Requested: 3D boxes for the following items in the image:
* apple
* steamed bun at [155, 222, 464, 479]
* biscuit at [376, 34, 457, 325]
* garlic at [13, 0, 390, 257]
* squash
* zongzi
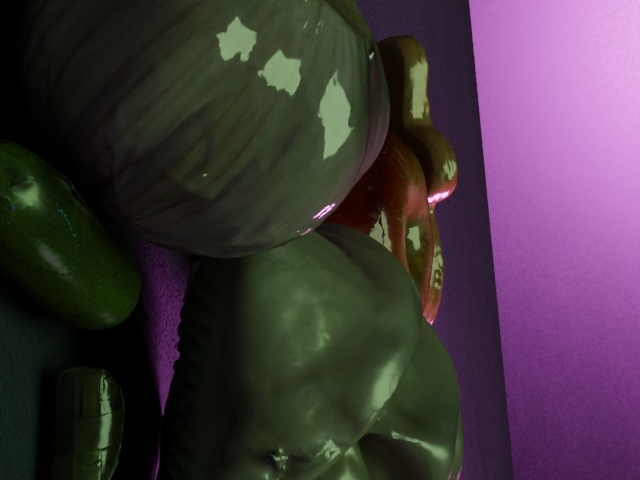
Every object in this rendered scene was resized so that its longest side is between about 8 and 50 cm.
[{"bbox_3d":[0.000,0.000,1.930,0.251,0.206,0.272,52,39,-71],"label":"apple"},{"bbox_3d":[-0.007,0.165,1.665,0.342,0.255,0.367,163,-64,-79],"label":"steamed bun"},{"bbox_3d":[0.061,-0.045,2.124,0.052,0.275,0.355,-5,91,-34],"label":"biscuit"},{"bbox_3d":[-0.091,-0.126,1.472,0.317,0.259,0.317,50,14,-17],"label":"garlic"},{"bbox_3d":[-0.188,0.012,1.435,0.331,0.087,0.087,58,35,-68],"label":"squash"},{"bbox_3d":[-0.180,0.156,1.538,0.119,0.055,0.109,70,24,-82],"label":"zongzi"}]
